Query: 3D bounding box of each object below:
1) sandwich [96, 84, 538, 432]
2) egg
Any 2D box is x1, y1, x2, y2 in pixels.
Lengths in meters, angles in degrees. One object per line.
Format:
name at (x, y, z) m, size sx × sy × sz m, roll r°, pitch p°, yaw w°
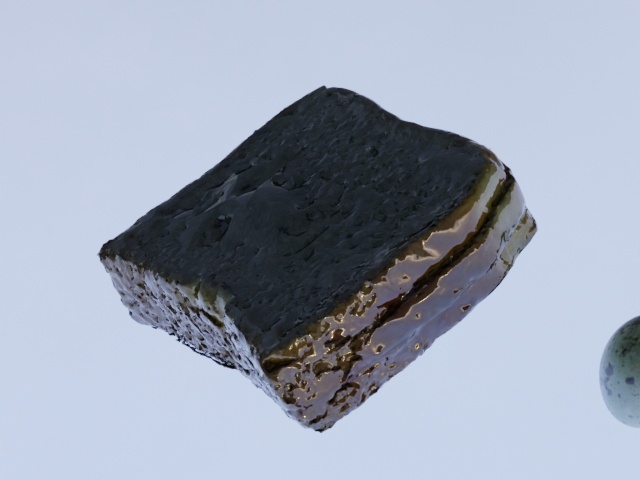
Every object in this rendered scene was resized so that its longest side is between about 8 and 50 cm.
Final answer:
sandwich at (0.000, 0.000, 1.445) m, size 0.271 × 0.099 × 0.301 m, roll -43°, pitch -146°, yaw -14°
egg at (0.272, 0.109, 1.482) m, size 0.085 × 0.110 × 0.085 m, roll 6°, pitch -141°, yaw -5°
